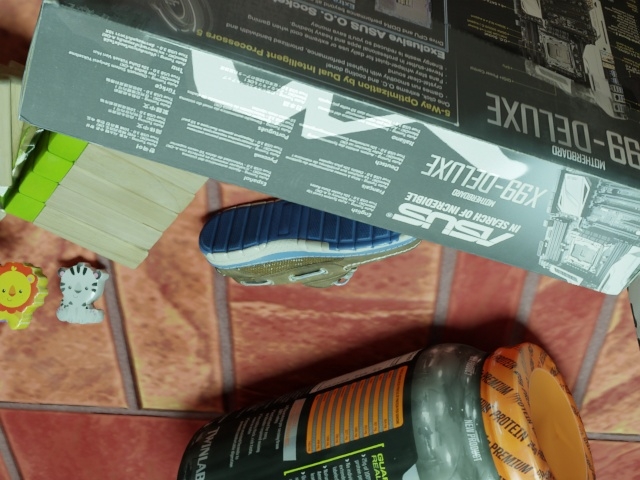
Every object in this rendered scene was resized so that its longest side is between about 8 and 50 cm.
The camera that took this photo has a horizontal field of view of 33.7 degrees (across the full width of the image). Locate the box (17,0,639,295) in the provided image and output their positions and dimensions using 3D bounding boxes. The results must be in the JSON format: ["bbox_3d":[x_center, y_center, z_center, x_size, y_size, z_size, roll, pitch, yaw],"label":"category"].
[{"bbox_3d":[0.026,-0.120,0.551,0.307,0.242,0.076,15,136,-13],"label":"box"}]

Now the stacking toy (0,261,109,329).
[{"bbox_3d":[-0.292,0.036,0.828,0.221,0.052,0.167,3,177,9],"label":"stacking toy"}]

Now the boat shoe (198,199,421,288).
[{"bbox_3d":[0.000,0.000,0.823,0.183,0.066,0.066,-4,143,23],"label":"boat shoe"}]

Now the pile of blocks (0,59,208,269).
[{"bbox_3d":[-0.260,-0.083,0.719,0.362,0.112,0.149,5,132,-14],"label":"pile of blocks"}]

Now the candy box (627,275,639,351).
[{"bbox_3d":[0.270,0.008,0.705,0.070,0.196,0.165,8,137,-5],"label":"candy box"}]

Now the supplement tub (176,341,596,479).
[{"bbox_3d":[0.056,0.216,0.943,0.338,0.207,0.207,-21,132,26],"label":"supplement tub"}]
